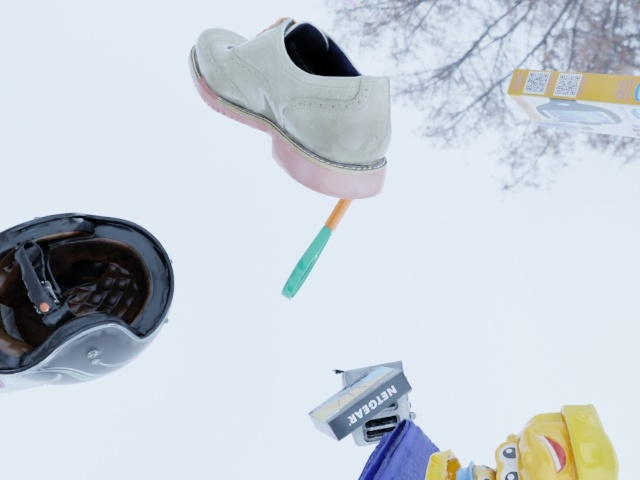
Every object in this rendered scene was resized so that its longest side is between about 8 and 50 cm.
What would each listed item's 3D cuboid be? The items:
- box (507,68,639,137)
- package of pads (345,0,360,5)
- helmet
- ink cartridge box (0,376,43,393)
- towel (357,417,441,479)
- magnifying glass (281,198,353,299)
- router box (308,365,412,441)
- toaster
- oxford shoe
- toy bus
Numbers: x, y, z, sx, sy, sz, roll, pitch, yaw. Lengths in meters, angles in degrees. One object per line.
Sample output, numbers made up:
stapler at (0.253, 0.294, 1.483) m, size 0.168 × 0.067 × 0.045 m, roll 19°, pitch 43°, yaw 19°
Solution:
box at (0.239, -0.115, 0.524) m, size 0.081 × 0.136 × 0.028 m, roll 19°, pitch -89°, yaw -50°
package of pads at (0.035, -0.416, 0.975) m, size 0.083 × 0.032 × 0.050 m, roll 59°, pitch -158°, yaw 9°
helmet at (-0.227, 0.055, 0.580) m, size 0.161 × 0.169 × 0.169 m, roll 8°, pitch -112°, yaw -69°
ink cartridge box at (-0.378, 0.138, 0.726) m, size 0.122 × 0.088 × 0.052 m, roll -10°, pitch -64°, yaw 1°
towel at (0.158, 0.426, 0.822) m, size 0.308 × 0.076 × 0.227 m, roll 47°, pitch -131°, yaw -5°
magnifying glass at (0.000, 0.000, 1.058) m, size 0.026 × 0.092 × 0.231 m, roll 33°, pitch -97°, yaw 7°
router box at (0.075, 0.314, 1.203) m, size 0.179 × 0.133 × 0.046 m, roll -31°, pitch -87°, yaw -19°
toaster at (0.135, 0.398, 1.511) m, size 0.186 × 0.110 × 0.168 m, roll -10°, pitch -74°, yaw 0°
oxford shoe at (-0.040, -0.203, 0.743) m, size 0.140 × 0.146 × 0.397 m, roll -13°, pitch -140°, yaw -36°
toy bus at (0.150, 0.254, 0.548) m, size 0.149 × 0.211 × 0.220 m, roll -68°, pitch -22°, yaw -56°
